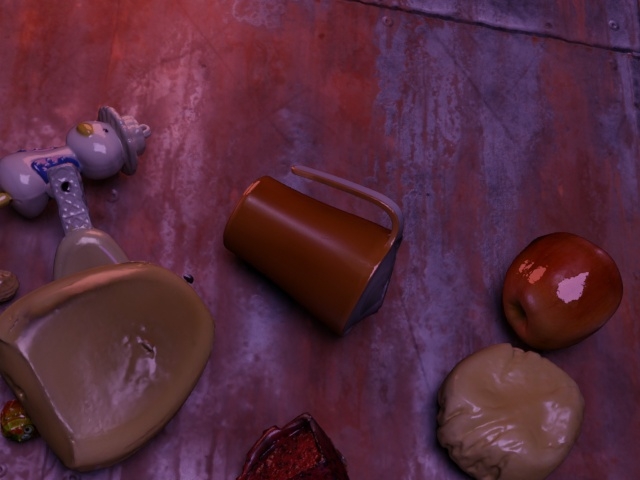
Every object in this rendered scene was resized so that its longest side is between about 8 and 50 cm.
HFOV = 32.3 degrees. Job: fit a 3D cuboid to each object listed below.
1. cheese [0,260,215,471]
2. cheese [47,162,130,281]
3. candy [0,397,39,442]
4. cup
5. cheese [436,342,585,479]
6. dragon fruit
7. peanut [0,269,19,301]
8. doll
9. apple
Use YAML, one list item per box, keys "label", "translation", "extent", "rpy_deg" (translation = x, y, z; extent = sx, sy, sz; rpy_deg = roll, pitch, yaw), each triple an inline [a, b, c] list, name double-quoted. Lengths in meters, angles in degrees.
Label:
- label: "cheese"
  translation: [-0.280, 0.154, 1.543]
  extent: [0.316, 0.128, 0.259]
  rpy_deg: [-32, 97, -39]
- label: "cheese"
  translation: [-0.346, 0.000, 1.625]
  extent: [0.127, 0.050, 0.235]
  rpy_deg: [-14, 104, -8]
- label: "candy"
  translation: [-0.414, 0.190, 1.566]
  extent: [0.060, 0.060, 0.201]
  rpy_deg: [5, 53, -13]
- label: "cup"
  translation: [0.000, 0.000, 1.689]
  extent: [0.264, 0.226, 0.182]
  rpy_deg: [31, 26, 8]
- label: "cheese"
  translation: [0.285, 0.264, 1.688]
  extent: [0.214, 0.117, 0.226]
  rpy_deg: [34, 54, 7]
- label: "dragon fruit"
  translation: [-0.041, 0.343, 1.577]
  extent: [0.161, 0.120, 0.127]
  rpy_deg: [-25, 114, 0]
- label: "peanut"
  translation: [-0.493, 0.072, 1.599]
  extent: [0.113, 0.054, 0.054]
  rpy_deg: [-13, 68, -19]
- label: "doll"
  translation: [-0.388, -0.118, 1.687]
  extent: [0.293, 0.119, 0.138]
  rpy_deg: [-26, 36, -24]
- label: "apple"
  translation: [0.382, 0.087, 1.773]
  extent: [0.199, 0.199, 0.199]
  rpy_deg: [7, 62, -13]
